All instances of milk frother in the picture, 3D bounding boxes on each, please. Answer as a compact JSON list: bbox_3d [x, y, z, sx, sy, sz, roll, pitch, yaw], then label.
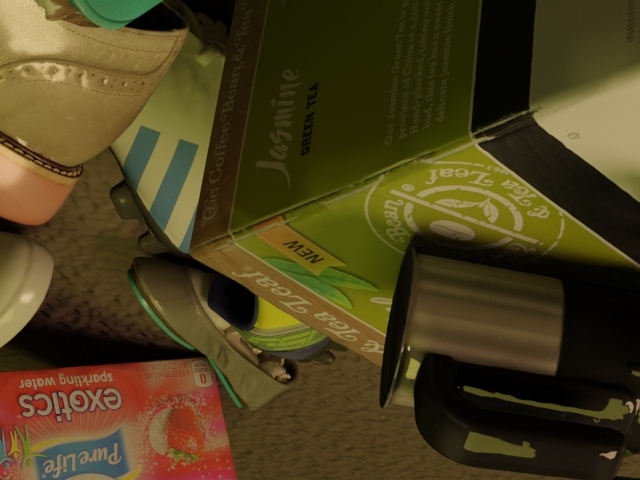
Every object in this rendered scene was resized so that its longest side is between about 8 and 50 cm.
[{"bbox_3d":[0.108,0.033,0.911,0.135,0.129,0.143,10,107,-4],"label":"milk frother"}]

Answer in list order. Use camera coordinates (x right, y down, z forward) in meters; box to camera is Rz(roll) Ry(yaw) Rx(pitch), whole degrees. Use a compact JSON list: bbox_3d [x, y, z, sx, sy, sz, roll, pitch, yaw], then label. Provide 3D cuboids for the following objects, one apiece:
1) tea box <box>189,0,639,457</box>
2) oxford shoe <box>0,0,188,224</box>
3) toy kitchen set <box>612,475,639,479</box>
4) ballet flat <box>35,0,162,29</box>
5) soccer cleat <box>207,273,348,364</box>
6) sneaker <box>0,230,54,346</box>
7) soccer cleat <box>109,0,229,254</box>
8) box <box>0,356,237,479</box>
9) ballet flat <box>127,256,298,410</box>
[{"bbox_3d":[0.163,-0.055,1.042,0.329,0.220,0.323,32,143,-34],"label":"tea box"},{"bbox_3d":[-0.229,-0.164,0.870,0.146,0.140,0.397,-44,132,12],"label":"oxford shoe"},{"bbox_3d":[0.233,0.127,1.064,0.122,0.166,0.207,7,-172,-1],"label":"toy kitchen set"},{"bbox_3d":[-0.099,-0.285,0.763,0.147,0.147,0.409,7,132,3],"label":"ballet flat"},{"bbox_3d":[0.000,0.001,1.307,0.121,0.093,0.289,22,147,-10],"label":"soccer cleat"},{"bbox_3d":[-0.340,0.037,1.436,0.290,0.106,0.123,-11,147,32],"label":"sneaker"},{"bbox_3d":[-0.096,-0.109,1.149,0.143,0.116,0.331,-18,146,11],"label":"soccer cleat"},{"bbox_3d":[-0.228,0.192,1.514,0.300,0.154,0.142,0,161,-40],"label":"box"},{"bbox_3d":[-0.077,0.062,1.467,0.068,0.072,0.213,-29,141,7],"label":"ballet flat"}]
